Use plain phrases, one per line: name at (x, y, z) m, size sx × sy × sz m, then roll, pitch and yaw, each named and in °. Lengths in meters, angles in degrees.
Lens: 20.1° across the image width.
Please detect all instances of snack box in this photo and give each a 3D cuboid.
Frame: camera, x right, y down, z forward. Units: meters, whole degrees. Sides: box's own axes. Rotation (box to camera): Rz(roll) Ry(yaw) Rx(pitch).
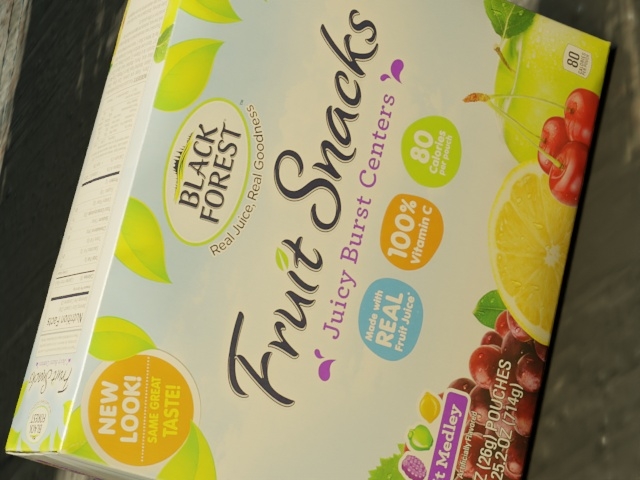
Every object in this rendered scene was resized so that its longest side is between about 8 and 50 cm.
snack box at (0.000, 0.000, 0.654) m, size 0.070 × 0.175 × 0.207 m, roll -15°, pitch 58°, yaw 63°
